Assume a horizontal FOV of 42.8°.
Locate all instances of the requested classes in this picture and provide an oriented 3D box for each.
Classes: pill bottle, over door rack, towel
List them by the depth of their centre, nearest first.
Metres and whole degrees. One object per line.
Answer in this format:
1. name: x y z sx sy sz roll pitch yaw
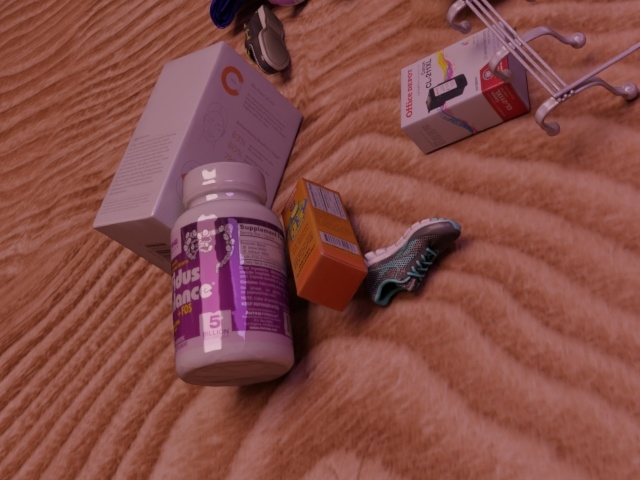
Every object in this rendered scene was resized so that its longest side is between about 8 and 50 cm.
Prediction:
1. over door rack: 0.358 -0.308 1.047 0.324 0.108 0.239 -38 57 11
2. pill bottle: -0.132 0.047 1.178 0.169 0.169 0.301 -21 63 32
3. towel: -0.158 -0.638 1.804 0.227 0.076 0.308 -40 29 42

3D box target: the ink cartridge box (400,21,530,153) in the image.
1. ink cartridge box: 0.207 -0.221 1.192 0.175 0.072 0.127 -21 49 31

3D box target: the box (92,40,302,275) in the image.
1. box: -0.200 -0.126 1.396 0.168 0.215 0.345 -6 56 42

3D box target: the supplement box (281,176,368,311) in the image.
1. supplement box: 0.000 0.000 1.168 0.078 0.080 0.233 -60 20 22

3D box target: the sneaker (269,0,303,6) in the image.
1. sneaker: -0.054 -0.578 1.716 0.104 0.095 0.236 -2 54 51

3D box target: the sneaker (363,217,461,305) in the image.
1. sneaker: 0.123 0.033 1.093 0.166 0.065 0.076 -35 49 31

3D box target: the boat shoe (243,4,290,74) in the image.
1. boat shoe: -0.114 -0.388 1.631 0.068 0.081 0.228 -36 34 22
